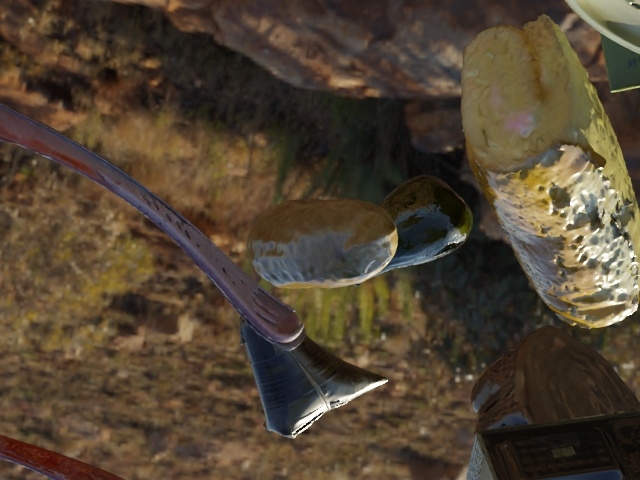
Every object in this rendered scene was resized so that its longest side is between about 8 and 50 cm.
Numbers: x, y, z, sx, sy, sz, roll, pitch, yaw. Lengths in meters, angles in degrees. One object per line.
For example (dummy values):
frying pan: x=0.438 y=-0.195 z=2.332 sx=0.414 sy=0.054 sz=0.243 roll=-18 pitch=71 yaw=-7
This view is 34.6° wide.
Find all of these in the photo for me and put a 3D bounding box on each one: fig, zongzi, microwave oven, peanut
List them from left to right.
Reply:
zongzi: x=-0.010 y=0.141 z=1.362 sx=0.184 sy=0.187 sz=0.084 roll=-22 pitch=-166 yaw=-24
peanut: x=0.000 y=0.000 z=1.071 sx=0.108 sy=0.095 sz=0.226 roll=-26 pitch=-170 yaw=-27
fig: x=0.105 y=-0.010 z=1.314 sx=0.177 sy=0.117 sz=0.117 roll=-32 pitch=145 yaw=16
microwave oven: x=0.273 y=0.277 z=1.133 sx=0.204 sy=0.129 sz=0.163 roll=-5 pitch=129 yaw=-9

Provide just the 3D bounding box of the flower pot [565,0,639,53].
flower pot: x=0.415 y=-0.355 z=1.177 sx=0.307 sy=0.244 sz=0.307 roll=31 pitch=178 yaw=1

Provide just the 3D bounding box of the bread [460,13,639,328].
bread: x=0.294 y=-0.070 z=1.265 sx=0.165 sy=0.237 sz=0.375 roll=-17 pitch=139 yaw=17

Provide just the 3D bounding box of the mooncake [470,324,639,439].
mooncake: x=0.379 y=0.297 z=1.625 sx=0.306 sy=0.306 sz=0.154 roll=19 pitch=134 yaw=-29

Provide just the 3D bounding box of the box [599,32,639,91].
box: x=0.459 y=-0.375 z=1.421 sx=0.173 sy=0.311 sz=0.043 roll=-9 pitch=-175 yaw=43

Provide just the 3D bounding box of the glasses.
glasses: x=-0.167 y=0.014 z=0.419 sx=0.268 sy=0.118 sz=0.234 roll=18 pitch=134 yaw=-21
